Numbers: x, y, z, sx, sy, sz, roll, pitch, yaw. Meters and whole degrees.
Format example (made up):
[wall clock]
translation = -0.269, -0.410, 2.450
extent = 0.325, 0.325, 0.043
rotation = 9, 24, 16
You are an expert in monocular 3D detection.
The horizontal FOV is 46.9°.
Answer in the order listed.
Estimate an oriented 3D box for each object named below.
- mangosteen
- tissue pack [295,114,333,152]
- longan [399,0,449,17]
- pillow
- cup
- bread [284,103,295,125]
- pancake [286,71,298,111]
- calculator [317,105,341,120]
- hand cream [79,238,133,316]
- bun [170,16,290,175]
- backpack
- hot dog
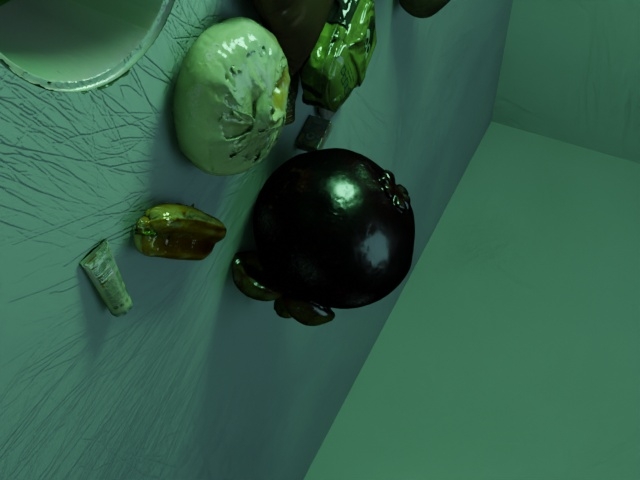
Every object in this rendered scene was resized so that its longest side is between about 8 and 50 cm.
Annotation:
[mangosteen]
translation = 0.000, 0.000, 1.646
extent = 0.435, 0.382, 0.382
rotation = -35, 174, 23
[tissue pack]
translation = -0.015, -0.248, 1.729
extent = 0.083, 0.063, 0.035
rotation = -66, 158, -17
[longan]
translation = 0.287, -0.694, 1.984
extent = 0.187, 0.167, 0.167
rotation = -56, 172, 34
[pillow]
translation = -0.038, -0.503, 1.319
extent = 0.305, 0.108, 0.308
rotation = 54, 54, -68
[cup]
translation = -0.284, -0.276, 0.607
extent = 0.253, 0.274, 0.253
rotation = -52, 153, -39
[bread]
translation = -0.071, -0.283, 1.577
extent = 0.049, 0.034, 0.088
rotation = -45, 150, -40
[pancake]
translation = -0.077, -0.317, 1.510
extent = 0.108, 0.017, 0.108
rotation = -18, 113, -52
[calculator]
translation = 0.038, -0.366, 1.801
extent = 0.175, 0.032, 0.100
rotation = -54, 156, -40
[hand cream]
translation = -0.342, 0.066, 1.182
extent = 0.061, 0.039, 0.143
rotation = -48, 143, -34
[bun]
translation = -0.132, -0.239, 1.276
extent = 0.287, 0.146, 0.287
rotation = -57, 160, -34
[backpack]
translation = 0.027, -0.399, 1.556
extent = 0.207, 0.140, 0.253
rotation = 71, 38, -65
[hot dog]
translation = -0.251, -0.018, 1.292
extent = 0.104, 0.076, 0.250
rotation = -53, 160, 11
